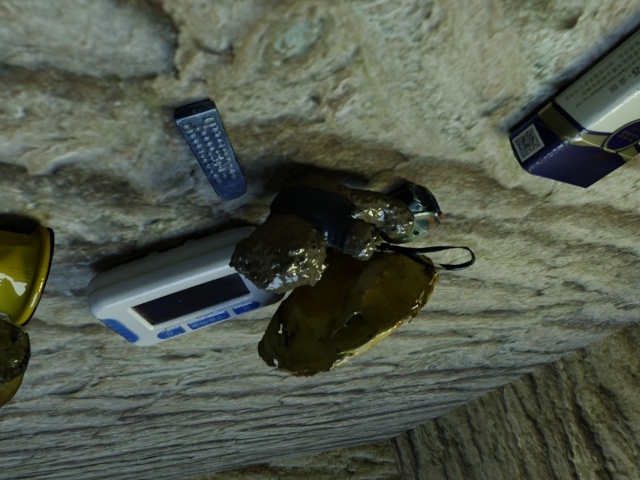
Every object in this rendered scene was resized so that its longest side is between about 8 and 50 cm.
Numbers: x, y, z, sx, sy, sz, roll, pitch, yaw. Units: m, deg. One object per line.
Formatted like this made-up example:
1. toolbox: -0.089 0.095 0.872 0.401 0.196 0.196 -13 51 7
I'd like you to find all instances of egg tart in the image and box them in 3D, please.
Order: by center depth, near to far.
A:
1. egg tart: 0.032 0.085 0.862 0.297 0.132 0.297 -29 -169 6

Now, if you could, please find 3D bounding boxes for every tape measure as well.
1. tape measure: 0.148 0.004 0.834 0.107 0.180 0.104 18 121 -47

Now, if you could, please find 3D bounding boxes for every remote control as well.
1. remote control: -0.116 -0.094 0.646 0.043 0.027 0.152 -11 152 2

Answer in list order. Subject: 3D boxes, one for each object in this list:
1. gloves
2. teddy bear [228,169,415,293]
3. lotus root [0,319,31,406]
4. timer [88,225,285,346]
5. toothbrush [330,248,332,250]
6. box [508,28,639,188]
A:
1. gloves: -0.440 0.005 0.594 0.294 0.116 0.133 17 108 -36
2. teddy bear: -0.007 -0.019 0.729 0.181 0.129 0.251 -21 -175 38
3. lotus root: -0.566 0.218 0.862 0.260 0.149 0.267 -15 157 -1
4. timer: -0.186 0.064 0.854 0.253 0.078 0.178 -17 151 -1
5. toothbrush: 0.000 0.102 1.089 0.030 0.025 0.342 -16 155 -17
6. box: 0.386 -0.169 0.734 0.168 0.071 0.259 5 145 -37
